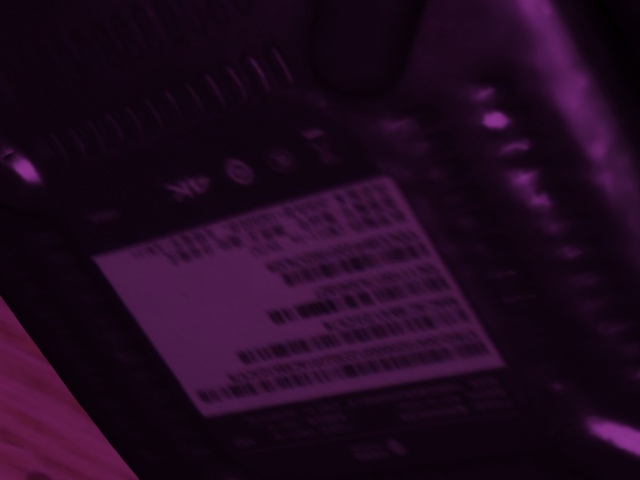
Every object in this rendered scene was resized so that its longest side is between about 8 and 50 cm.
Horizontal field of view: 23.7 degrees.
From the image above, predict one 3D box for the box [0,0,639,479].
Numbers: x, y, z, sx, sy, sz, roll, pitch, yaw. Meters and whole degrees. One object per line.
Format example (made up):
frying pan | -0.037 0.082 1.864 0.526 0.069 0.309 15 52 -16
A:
box | 0.000 0.000 0.526 0.290 0.073 0.289 -14 118 39
